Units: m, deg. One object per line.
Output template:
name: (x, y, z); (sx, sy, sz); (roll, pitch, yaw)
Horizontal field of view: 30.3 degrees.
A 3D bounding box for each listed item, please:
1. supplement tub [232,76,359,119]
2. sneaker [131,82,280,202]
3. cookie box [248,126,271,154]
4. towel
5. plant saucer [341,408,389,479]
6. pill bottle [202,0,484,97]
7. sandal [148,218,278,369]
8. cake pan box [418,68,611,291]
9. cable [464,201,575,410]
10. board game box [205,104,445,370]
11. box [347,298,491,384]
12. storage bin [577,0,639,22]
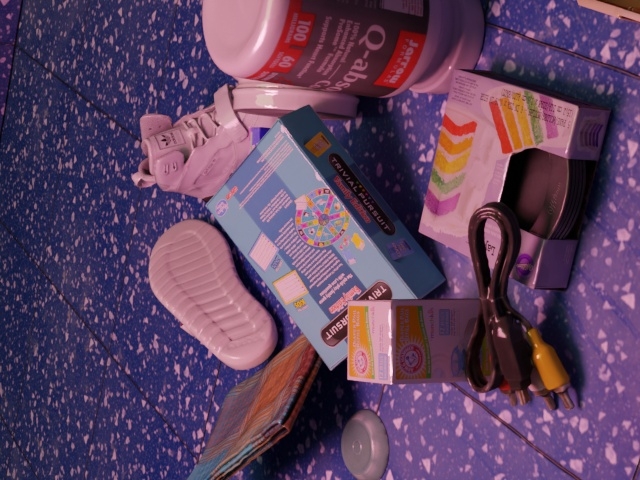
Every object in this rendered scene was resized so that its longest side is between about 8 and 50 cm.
supplement tub: (-0.030, -0.361, 1.875); (0.235, 0.236, 0.324); (7, 94, 57)
sneaker: (-0.198, -0.200, 2.142); (0.366, 0.210, 0.137); (-53, 46, 41)
cookie box: (-0.070, -0.147, 2.037); (0.040, 0.107, 0.091); (2, 89, 57)
towel: (-0.105, 0.282, 1.989); (0.370, 0.040, 0.271); (-44, 14, 46)
plant saucer: (0.065, 0.328, 1.875); (0.119, 0.021, 0.119); (-5, 84, 57)
pill bottle: (0.038, -0.311, 1.650); (0.210, 0.363, 0.210); (-8, 81, 57)
sandal: (-0.207, 0.115, 2.226); (0.416, 0.169, 0.102); (54, 171, 45)
cake pan box: (0.254, -0.085, 1.575); (0.267, 0.070, 0.245); (32, 116, 52)
cable: (0.235, 0.090, 1.518); (0.139, 0.072, 0.287); (-7, 99, 47)
board game box: (0.000, 0.000, 1.816); (0.336, 0.079, 0.254); (52, 137, 6)
box: (0.145, 0.135, 1.599); (0.103, 0.203, 0.114); (-4, 85, 57)
storage bin: (0.403, -0.364, 1.315); (0.262, 0.123, 0.260); (37, 118, 51)
